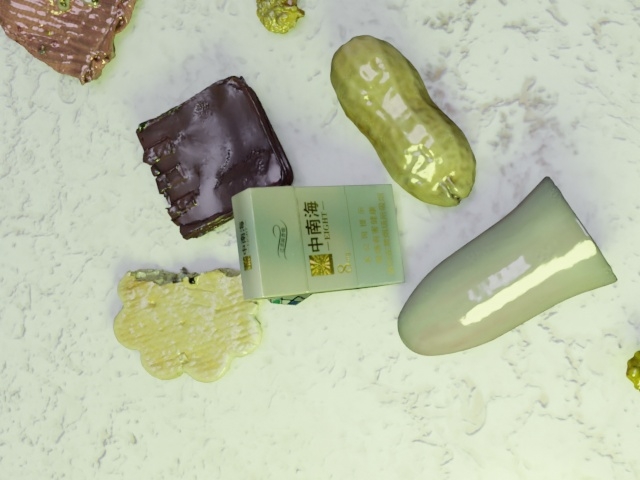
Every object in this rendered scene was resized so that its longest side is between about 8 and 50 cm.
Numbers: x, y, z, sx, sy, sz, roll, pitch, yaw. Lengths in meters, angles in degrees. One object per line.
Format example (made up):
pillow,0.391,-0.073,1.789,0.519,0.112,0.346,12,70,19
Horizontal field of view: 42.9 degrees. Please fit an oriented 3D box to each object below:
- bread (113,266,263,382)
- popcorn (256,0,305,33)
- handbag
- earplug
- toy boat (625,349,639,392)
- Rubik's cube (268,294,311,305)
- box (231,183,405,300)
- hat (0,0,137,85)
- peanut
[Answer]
bread,-0.210,0.133,1.295,0.250,0.039,0.182,0,87,12
popcorn,-0.064,-0.369,1.288,0.083,0.057,0.082,18,91,10
handbag,-0.168,-0.129,1.287,0.216,0.074,0.203,-29,80,11
earplug,0.239,0.064,1.146,0.301,0.172,0.172,-34,80,13
toy boat,0.571,0.187,1.091,0.317,0.099,0.141,3,90,10
Rubik's cube,-0.051,0.045,1.238,0.111,0.111,0.093,-15,59,11
box,0.000,0.000,1.171,0.242,0.067,0.155,-5,83,-31
hat,-0.451,-0.409,1.351,0.286,0.107,0.237,23,81,8
peanut,0.122,-0.173,1.200,0.130,0.130,0.290,-35,86,8
